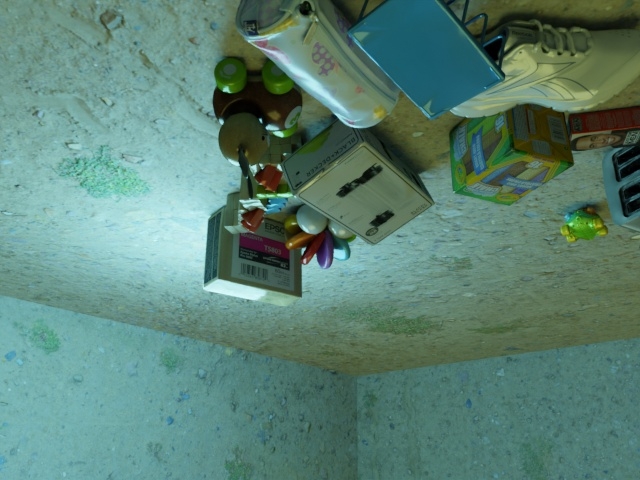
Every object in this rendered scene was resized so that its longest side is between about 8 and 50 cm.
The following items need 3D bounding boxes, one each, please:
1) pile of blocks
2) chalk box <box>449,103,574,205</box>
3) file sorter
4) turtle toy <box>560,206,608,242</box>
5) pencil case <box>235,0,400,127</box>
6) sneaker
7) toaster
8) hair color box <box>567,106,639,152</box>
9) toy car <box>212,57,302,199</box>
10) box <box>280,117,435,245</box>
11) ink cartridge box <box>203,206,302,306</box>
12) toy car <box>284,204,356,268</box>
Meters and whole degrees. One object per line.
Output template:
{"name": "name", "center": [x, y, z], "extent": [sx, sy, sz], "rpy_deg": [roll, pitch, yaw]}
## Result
{"name": "pile of blocks", "center": [-0.111, -0.087, 1.271], "extent": [0.148, 0.113, 0.362], "rpy_deg": [8, 157, -15]}
{"name": "chalk box", "center": [0.316, -0.153, 1.074], "extent": [0.131, 0.133, 0.213], "rpy_deg": [10, 154, -22]}
{"name": "file sorter", "center": [0.143, -0.268, 0.778], "extent": [0.170, 0.105, 0.118], "rpy_deg": [38, 140, -26]}
{"name": "turtle toy", "center": [0.624, -0.038, 1.423], "extent": [0.095, 0.066, 0.130], "rpy_deg": [-15, 153, 32]}
{"name": "pencil case", "center": [0.007, -0.264, 0.840], "extent": [0.124, 0.114, 0.273], "rpy_deg": [12, 169, 37]}
{"name": "sneaker", "center": [0.318, -0.256, 0.867], "extent": [0.296, 0.111, 0.129], "rpy_deg": [-7, 150, 16]}
{"name": "toaster", "center": [0.629, -0.111, 1.123], "extent": [0.110, 0.168, 0.185], "rpy_deg": [13, 154, -20]}
{"name": "hair color box", "center": [0.516, -0.197, 1.075], "extent": [0.141, 0.043, 0.072], "rpy_deg": [-5, 158, 14]}
{"name": "toy car", "center": [-0.105, -0.170, 0.973], "extent": [0.148, 0.189, 0.155], "rpy_deg": [1, 158, 0]}
{"name": "box", "center": [0.080, -0.110, 1.174], "extent": [0.169, 0.087, 0.289], "rpy_deg": [-36, 144, 21]}
{"name": "ink cartridge box", "center": [-0.160, 0.043, 1.477], "extent": [0.234, 0.194, 0.088], "rpy_deg": [15, 151, -33]}
{"name": "toy car", "center": [0.000, 0.000, 1.443], "extent": [0.181, 0.137, 0.159], "rpy_deg": [8, 156, -17]}
